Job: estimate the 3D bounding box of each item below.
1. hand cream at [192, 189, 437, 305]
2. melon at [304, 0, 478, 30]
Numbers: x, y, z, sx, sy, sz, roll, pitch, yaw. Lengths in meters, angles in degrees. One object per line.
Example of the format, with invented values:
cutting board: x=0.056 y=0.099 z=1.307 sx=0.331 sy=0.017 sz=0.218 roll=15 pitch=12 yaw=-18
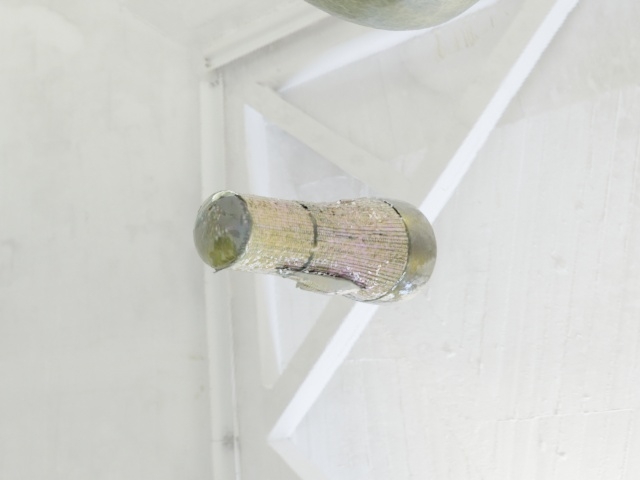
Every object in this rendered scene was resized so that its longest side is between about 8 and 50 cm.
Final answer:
hand cream: x=0.000 y=0.000 z=0.438 sx=0.084 sy=0.203 sz=0.083 roll=-5 pitch=-99 yaw=35
melon: x=0.026 y=-0.286 z=0.445 sx=0.238 sy=0.302 sz=0.237 roll=-33 pitch=-144 yaw=27
